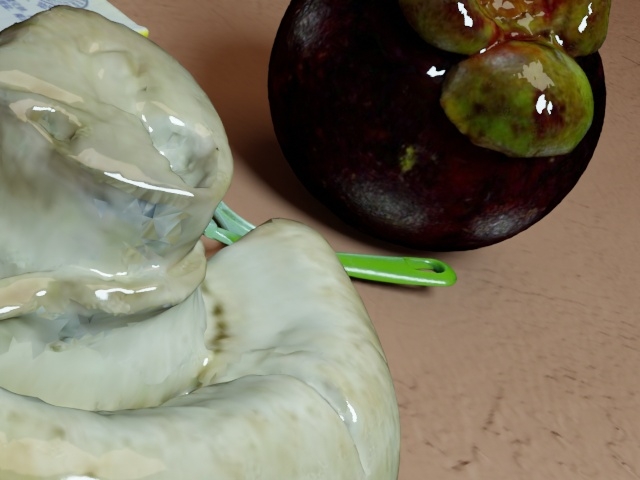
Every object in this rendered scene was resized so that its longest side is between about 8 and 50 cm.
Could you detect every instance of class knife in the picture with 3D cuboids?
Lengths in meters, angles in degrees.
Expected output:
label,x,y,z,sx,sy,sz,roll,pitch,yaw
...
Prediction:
label,x,y,z,sx,sy,sz,roll,pitch,yaw
knife,-0.001,0.002,0.814,0.166,0.023,0.078,16,25,-25

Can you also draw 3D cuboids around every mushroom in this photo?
label,x,y,z,sx,sy,sz,roll,pitch,yaw
mushroom,-0.080,0.056,0.446,0.253,0.195,0.189,6,37,-33

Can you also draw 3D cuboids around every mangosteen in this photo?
label,x,y,z,sx,sy,sz,roll,pitch,yaw
mangosteen,0.069,-0.093,0.858,0.209,0.210,0.210,23,26,-12

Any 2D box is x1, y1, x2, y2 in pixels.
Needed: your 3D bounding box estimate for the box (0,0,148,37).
label,x,y,z,sx,sy,sz,roll,pitch,yaw
box,-0.235,-0.126,0.730,0.265,0.097,0.168,38,27,19
